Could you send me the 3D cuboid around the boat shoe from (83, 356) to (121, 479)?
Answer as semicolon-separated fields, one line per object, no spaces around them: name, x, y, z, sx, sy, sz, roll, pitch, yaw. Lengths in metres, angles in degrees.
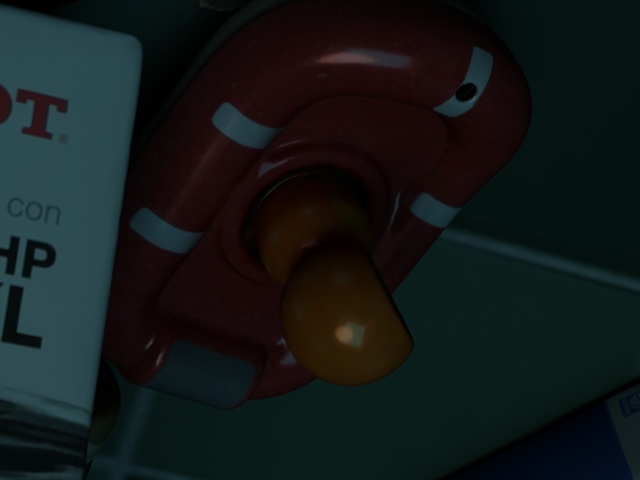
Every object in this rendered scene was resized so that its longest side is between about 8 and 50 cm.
boat shoe;-0.271;0.079;0.829;0.342;0.123;0.123;13;118;-19

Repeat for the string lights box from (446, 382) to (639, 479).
string lights box;0.100;0.191;0.949;0.259;0.077;0.133;-29;120;12

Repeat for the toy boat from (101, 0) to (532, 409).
toy boat;0.000;0.000;0.772;0.151;0.151;0.231;20;119;-36

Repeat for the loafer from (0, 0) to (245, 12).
loafer;-0.029;-0.171;0.715;0.365;0.134;0.130;-10;148;11

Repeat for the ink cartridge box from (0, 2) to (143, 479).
ink cartridge box;-0.245;0.092;0.656;0.285;0.166;0.395;12;79;-24
